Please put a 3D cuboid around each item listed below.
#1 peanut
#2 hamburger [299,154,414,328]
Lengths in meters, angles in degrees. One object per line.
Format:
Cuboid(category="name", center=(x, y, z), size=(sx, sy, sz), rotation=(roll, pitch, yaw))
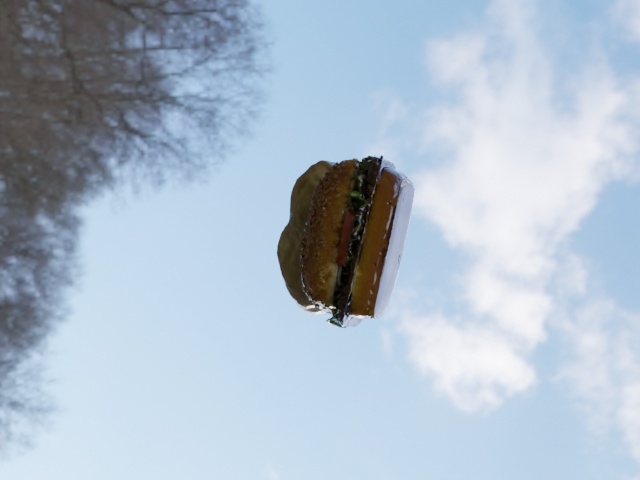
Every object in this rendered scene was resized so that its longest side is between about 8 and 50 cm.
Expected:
Cuboid(category="peanut", center=(0.000, 0.000, 1.244), size=(0.099, 0.099, 0.214), rotation=(49, -33, 32))
Cuboid(category="hamburger", center=(0.031, 0.001, 1.014), size=(0.087, 0.137, 0.166), rotation=(13, -91, 13))
